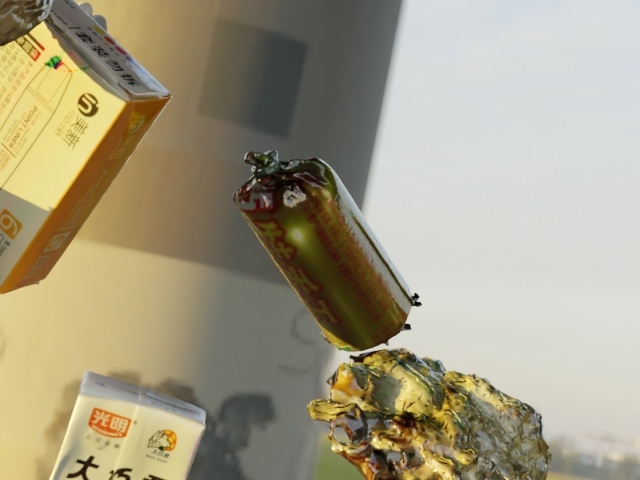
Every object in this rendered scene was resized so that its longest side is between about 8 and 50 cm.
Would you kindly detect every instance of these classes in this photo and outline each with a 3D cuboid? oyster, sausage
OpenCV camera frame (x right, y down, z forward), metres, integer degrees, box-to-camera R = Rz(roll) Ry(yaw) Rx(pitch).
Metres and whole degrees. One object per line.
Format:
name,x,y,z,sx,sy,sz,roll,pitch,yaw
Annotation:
oyster,0.114,0.193,1.348,0.092,0.259,0.198,-40,-4,42
sausage,0.002,0.000,1.784,0.125,0.117,0.317,2,-36,32

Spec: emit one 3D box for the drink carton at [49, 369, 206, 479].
drink carton,-0.218,0.293,1.520,0.131,0.314,0.106,20,2,-9

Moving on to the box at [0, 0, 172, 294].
box,-0.307,-0.114,1.609,0.221,0.274,0.091,45,24,13

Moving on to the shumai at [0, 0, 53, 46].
shumai,-0.315,-0.264,1.407,0.161,0.153,0.209,7,39,-8

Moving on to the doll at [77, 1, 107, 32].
doll,-0.313,-0.234,1.859,0.094,0.079,0.180,38,-36,-29
